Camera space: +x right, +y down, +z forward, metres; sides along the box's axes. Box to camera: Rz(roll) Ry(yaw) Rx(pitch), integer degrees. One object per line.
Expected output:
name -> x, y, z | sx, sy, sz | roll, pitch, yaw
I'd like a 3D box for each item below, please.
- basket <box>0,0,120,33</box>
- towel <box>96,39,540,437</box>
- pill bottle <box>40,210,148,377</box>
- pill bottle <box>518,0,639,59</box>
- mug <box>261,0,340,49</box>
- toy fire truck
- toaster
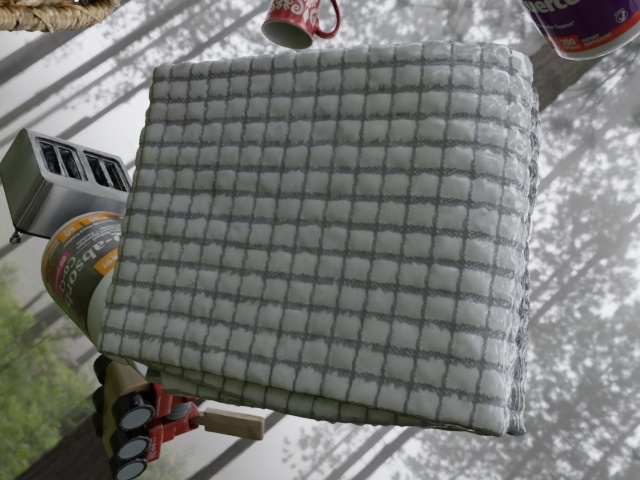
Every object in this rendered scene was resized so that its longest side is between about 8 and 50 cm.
basket -> -0.200, -0.274, 0.371 | 0.223, 0.214, 0.299 | 59, 22, -8
towel -> 0.000, 0.000, 0.428 | 0.284, 0.234, 0.121 | 3, -12, 26
pill bottle -> -0.249, 0.069, 0.818 | 0.279, 0.162, 0.162 | 24, -28, 45
pill bottle -> 0.356, -0.431, 0.901 | 0.323, 0.181, 0.181 | 36, -2, -34
mug -> -0.036, -0.501, 1.304 | 0.150, 0.169, 0.113 | 19, -11, -34
toy fire truck -> -0.225, 0.273, 1.003 | 0.158, 0.247, 0.216 | 49, -43, 36
toaster -> -0.392, -0.075, 0.957 | 0.168, 0.110, 0.185 | 14, 32, -45
